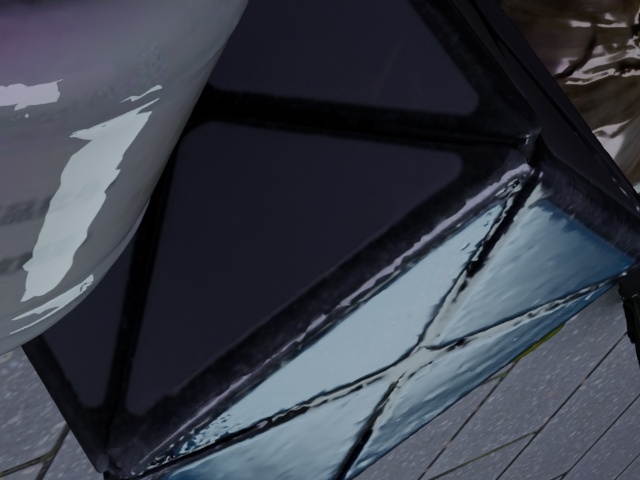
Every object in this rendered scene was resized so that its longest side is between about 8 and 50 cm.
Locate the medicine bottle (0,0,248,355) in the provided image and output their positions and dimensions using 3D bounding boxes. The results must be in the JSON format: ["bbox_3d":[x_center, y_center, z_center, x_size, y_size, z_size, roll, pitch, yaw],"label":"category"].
[{"bbox_3d":[-0.133,-0.123,0.620,0.241,0.241,0.302,-20,155,-36],"label":"medicine bottle"}]

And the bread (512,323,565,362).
[{"bbox_3d":[0.040,0.082,1.543,0.383,0.112,0.166,-26,162,-23],"label":"bread"}]

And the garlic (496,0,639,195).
[{"bbox_3d":[0.165,-0.139,1.183,0.245,0.160,0.245,-25,128,-37],"label":"garlic"}]

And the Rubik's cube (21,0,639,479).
[{"bbox_3d":[-0.018,-0.037,0.976,0.260,0.255,0.259,-40,160,14],"label":"Rubik's cube"}]

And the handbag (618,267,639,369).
[{"bbox_3d":[0.441,0.112,1.980,0.240,0.341,0.247,-18,158,3],"label":"handbag"}]
